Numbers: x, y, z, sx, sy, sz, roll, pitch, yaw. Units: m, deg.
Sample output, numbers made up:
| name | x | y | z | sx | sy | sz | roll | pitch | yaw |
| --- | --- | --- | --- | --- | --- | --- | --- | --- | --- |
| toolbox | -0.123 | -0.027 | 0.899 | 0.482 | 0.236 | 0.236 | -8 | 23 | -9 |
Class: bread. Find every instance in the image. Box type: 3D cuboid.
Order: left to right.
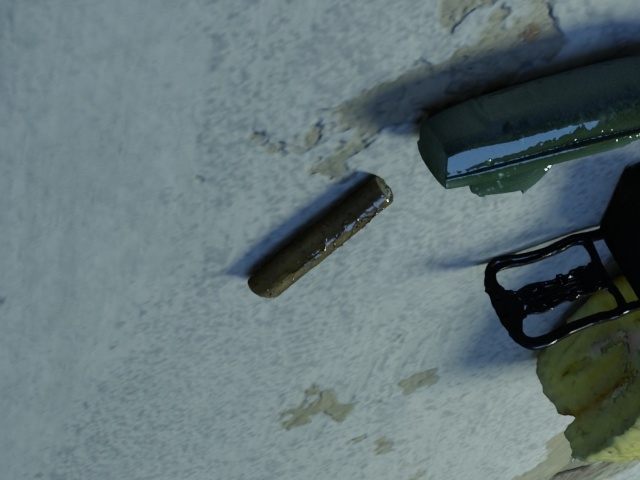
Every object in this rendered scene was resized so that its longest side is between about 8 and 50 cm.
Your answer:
| name | x | y | z | sx | sy | sz | roll | pitch | yaw |
| --- | --- | --- | --- | --- | --- | --- | --- | --- | --- |
| bread | 0.436 | 0.111 | 1.923 | 0.375 | 0.165 | 0.236 | -3 | 147 | -35 |

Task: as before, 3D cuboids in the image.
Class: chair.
| name | x | y | z | sx | sy | sz | roll | pitch | yaw |
| --- | --- | --- | --- | --- | --- | --- | --- | --- | --- |
| chair | 0.274 | 0.010 | 1.695 | 0.229 | 0.106 | 0.113 | -16 | 149 | -20 |

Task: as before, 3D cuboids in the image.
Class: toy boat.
| name | x | y | z | sx | sy | sz | roll | pitch | yaw |
| --- | --- | --- | --- | --- | --- | --- | --- | --- | --- |
| toy boat | 0.206 | -0.094 | 1.505 | 0.260 | 0.078 | 0.085 | -16 | 132 | -15 |

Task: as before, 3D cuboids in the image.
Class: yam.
| name | x | y | z | sx | sy | sz | roll | pitch | yaw |
| --- | --- | --- | --- | --- | --- | --- | --- | --- | --- |
| yam | 0.000 | 0.000 | 1.542 | 0.145 | 0.032 | 0.032 | -39 | 148 | 19 |
